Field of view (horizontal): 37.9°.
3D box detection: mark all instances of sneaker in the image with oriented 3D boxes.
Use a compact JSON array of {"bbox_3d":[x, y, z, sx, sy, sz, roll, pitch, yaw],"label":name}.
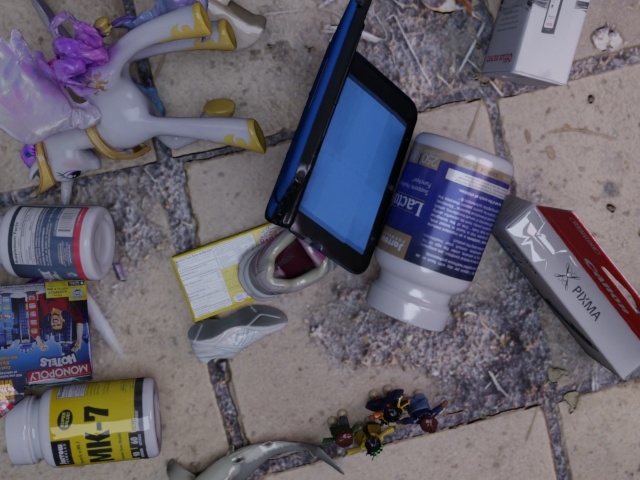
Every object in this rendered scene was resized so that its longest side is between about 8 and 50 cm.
[{"bbox_3d":[-0.123,0.141,1.405,0.152,0.053,0.061,-14,128,-12],"label":"sneaker"},{"bbox_3d":[0.000,0.000,1.338,0.252,0.111,0.103,-43,104,-9],"label":"sneaker"}]

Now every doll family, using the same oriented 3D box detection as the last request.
[{"bbox_3d":[0.098,0.276,1.412,0.193,0.111,0.076,-34,100,-1],"label":"doll family"}]

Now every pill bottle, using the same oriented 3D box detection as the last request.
[{"bbox_3d":[-0.343,0.268,1.361,0.208,0.119,0.119,-6,99,-5],"label":"pill bottle"},{"bbox_3d":[-0.393,0.001,1.317,0.180,0.108,0.108,2,98,8],"label":"pill bottle"},{"bbox_3d":[0.168,-0.012,1.357,0.153,0.153,0.264,19,95,-8],"label":"pill bottle"}]

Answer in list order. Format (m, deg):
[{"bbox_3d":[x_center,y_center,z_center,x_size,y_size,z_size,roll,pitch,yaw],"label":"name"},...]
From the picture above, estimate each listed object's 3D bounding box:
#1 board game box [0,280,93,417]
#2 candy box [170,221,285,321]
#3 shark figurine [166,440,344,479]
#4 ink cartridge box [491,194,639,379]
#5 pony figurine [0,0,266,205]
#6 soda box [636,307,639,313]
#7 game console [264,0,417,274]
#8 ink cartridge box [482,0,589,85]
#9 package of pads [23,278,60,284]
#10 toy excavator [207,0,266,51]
[{"bbox_3d":[-0.423,0.159,1.306,0.194,0.060,0.194,-3,81,-19],"label":"board game box"},{"bbox_3d":[-0.110,0.039,1.399,0.206,0.027,0.105,-19,97,-3],"label":"candy box"},{"bbox_3d":[-0.118,0.375,1.428,0.278,0.166,0.116,-29,126,-19],"label":"shark figurine"},{"bbox_3d":[0.374,0.073,1.336,0.066,0.261,0.296,-40,100,0],"label":"ink cartridge box"},{"bbox_3d":[-0.294,-0.210,1.225,0.363,0.303,0.351,-15,128,13],"label":"pony figurine"},{"bbox_3d":[0.561,0.092,1.457,0.071,0.067,0.210,32,94,-9],"label":"soda box"},{"bbox_3d":[0.056,-0.137,1.235,0.173,0.250,0.293,21,70,-7],"label":"game console"},{"bbox_3d":[0.315,-0.326,1.331,0.086,0.148,0.203,13,97,-10],"label":"ink cartridge box"},{"bbox_3d":[-0.398,0.090,1.373,0.050,0.032,0.083,-26,100,-5],"label":"package of pads"},{"bbox_3d":[0.041,-0.459,1.253,0.445,0.222,0.433,7,115,-2],"label":"toy excavator"}]
